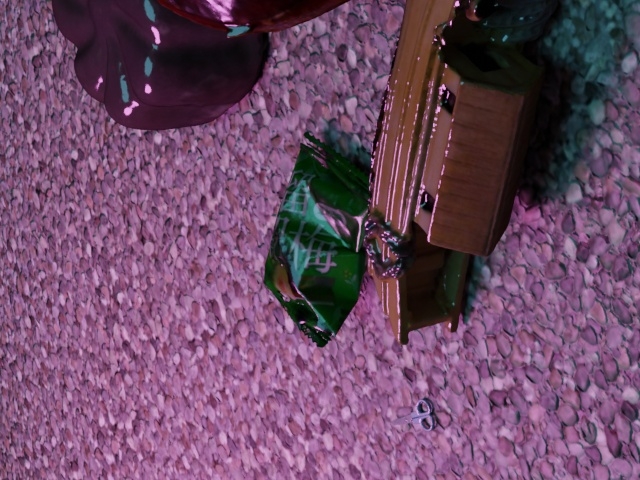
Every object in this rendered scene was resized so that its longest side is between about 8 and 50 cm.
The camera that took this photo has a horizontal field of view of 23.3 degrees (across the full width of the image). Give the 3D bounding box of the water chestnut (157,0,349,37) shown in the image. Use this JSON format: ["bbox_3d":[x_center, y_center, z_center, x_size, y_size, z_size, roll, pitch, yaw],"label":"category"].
[{"bbox_3d":[-0.043,-0.347,1.492,0.350,0.302,0.350,-7,74,25],"label":"water chestnut"}]

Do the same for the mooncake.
[{"bbox_3d":[-0.202,-0.279,1.845,0.306,0.154,0.306,27,123,51],"label":"mooncake"}]

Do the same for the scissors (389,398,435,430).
[{"bbox_3d":[0.099,0.196,1.707,0.083,0.006,0.036,-23,81,55],"label":"scissors"}]

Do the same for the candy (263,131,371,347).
[{"bbox_3d":[0.002,-0.001,1.719,0.141,0.078,0.203,30,114,33],"label":"candy"}]

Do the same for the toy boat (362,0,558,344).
[{"bbox_3d":[0.135,-0.086,1.465,0.162,0.136,0.445,51,143,38],"label":"toy boat"}]
